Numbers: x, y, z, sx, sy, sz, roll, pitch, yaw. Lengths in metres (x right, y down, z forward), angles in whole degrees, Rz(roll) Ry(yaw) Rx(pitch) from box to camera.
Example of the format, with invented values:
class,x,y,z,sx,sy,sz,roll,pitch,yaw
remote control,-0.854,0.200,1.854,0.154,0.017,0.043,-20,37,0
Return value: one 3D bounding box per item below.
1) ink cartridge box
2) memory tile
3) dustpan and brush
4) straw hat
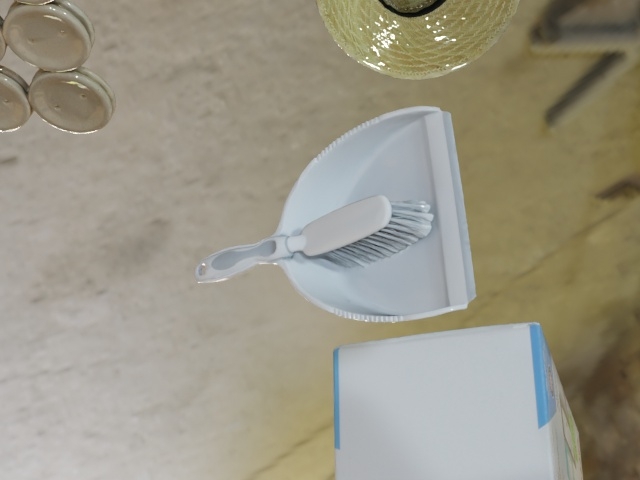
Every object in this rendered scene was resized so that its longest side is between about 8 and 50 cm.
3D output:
class,x,y,z,sx,sy,sz,roll,pitch,yaw
ink cartridge box,0.140,0.231,1.429,0.197,0.198,0.270,-8,150,13
memory tile,-0.163,-0.087,0.623,0.148,0.012,0.113,2,140,13
dustpan and brush,0.000,0.000,1.049,0.211,0.147,0.060,-21,158,40
straw hat,0.059,-0.178,0.957,0.145,0.061,0.144,-3,106,-9
